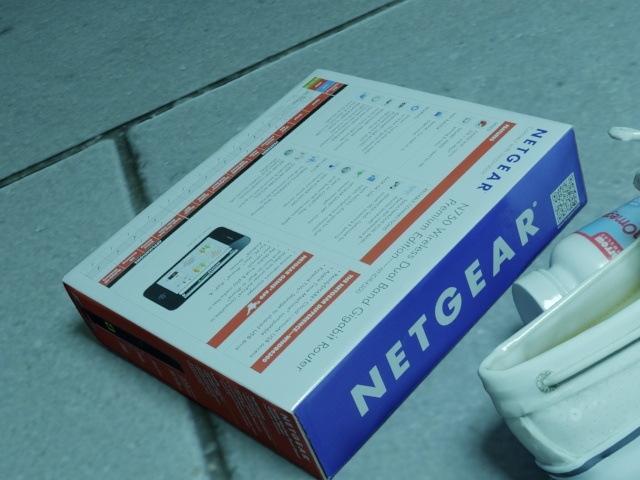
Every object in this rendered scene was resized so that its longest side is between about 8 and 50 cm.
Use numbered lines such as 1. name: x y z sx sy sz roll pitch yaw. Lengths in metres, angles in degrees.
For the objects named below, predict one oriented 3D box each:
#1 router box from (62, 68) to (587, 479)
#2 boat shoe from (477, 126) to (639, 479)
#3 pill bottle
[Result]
1. router box: 0.000 0.000 0.844 0.335 0.082 0.301 -42 41 -24
2. boat shoe: 0.239 -0.017 0.601 0.367 0.156 0.136 -42 5 5
3. pill bottle: 0.219 0.020 0.701 0.160 0.087 0.087 -28 37 -7
